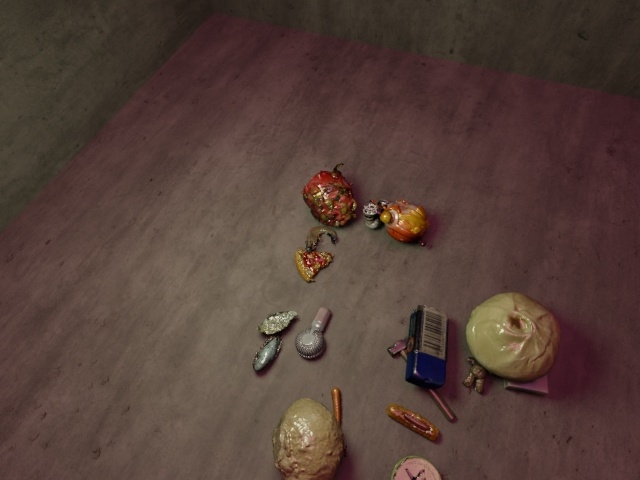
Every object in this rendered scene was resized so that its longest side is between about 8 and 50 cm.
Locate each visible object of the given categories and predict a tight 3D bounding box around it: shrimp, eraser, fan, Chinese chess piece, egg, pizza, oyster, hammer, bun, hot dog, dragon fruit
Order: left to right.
[{"bbox_3d":[-0.216,0.472,1.758,0.090,0.079,0.233,49,53,-19],"label":"shrimp"},{"bbox_3d":[-0.196,0.364,1.800,0.125,0.064,0.177,21,39,40],"label":"oyster"},{"bbox_3d":[-0.044,0.742,1.470,0.279,0.279,0.310,-8,48,-1],"label":"egg"},{"bbox_3d":[-0.024,0.098,1.972,0.199,0.062,0.188,-23,62,-11],"label":"pizza"},{"bbox_3d":[-0.021,0.405,1.786,0.130,0.074,0.244,14,55,25],"label":"fan"},{"bbox_3d":[0.000,0.000,2.017,0.152,0.046,0.219,12,40,11],"label":"shrimp"},{"bbox_3d":[0.065,-0.208,2.042,0.291,0.250,0.269,44,78,9],"label":"dragon fruit"},{"bbox_3d":[0.366,0.710,1.585,0.216,0.047,0.066,26,62,18],"label":"hot dog"},{"bbox_3d":[0.349,0.887,1.460,0.189,0.083,0.188,-1,57,2],"label":"Chinese chess piece"},{"bbox_3d":[0.429,0.574,1.671,0.111,0.043,0.365,-29,64,-14],"label":"hammer"},{"bbox_3d":[0.449,0.440,1.677,0.155,0.101,0.332,19,54,-4],"label":"eraser"},{"bbox_3d":[0.777,0.364,1.599,0.365,0.202,0.364,-4,55,6],"label":"bun"}]

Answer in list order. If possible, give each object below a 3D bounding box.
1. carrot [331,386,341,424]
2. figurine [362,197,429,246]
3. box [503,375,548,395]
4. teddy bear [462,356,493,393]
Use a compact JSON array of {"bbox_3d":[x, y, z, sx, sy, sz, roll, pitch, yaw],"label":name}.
[{"bbox_3d":[0.066,0.693,1.624,0.037,0.037,0.190,-3,60,2],"label":"carrot"},{"bbox_3d":[0.386,-0.100,1.984,0.323,0.196,0.320,21,23,27],"label":"figurine"},{"bbox_3d":[0.845,0.501,1.662,0.155,0.067,0.242,6,59,11],"label":"box"},{"bbox_3d":[0.653,0.534,1.652,0.119,0.078,0.160,23,64,21],"label":"teddy bear"}]
